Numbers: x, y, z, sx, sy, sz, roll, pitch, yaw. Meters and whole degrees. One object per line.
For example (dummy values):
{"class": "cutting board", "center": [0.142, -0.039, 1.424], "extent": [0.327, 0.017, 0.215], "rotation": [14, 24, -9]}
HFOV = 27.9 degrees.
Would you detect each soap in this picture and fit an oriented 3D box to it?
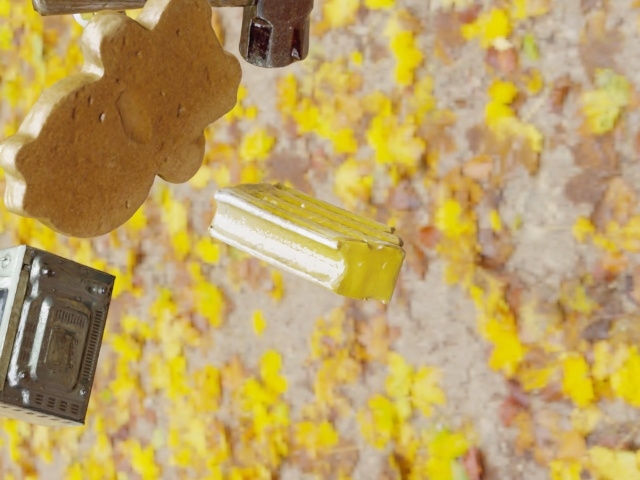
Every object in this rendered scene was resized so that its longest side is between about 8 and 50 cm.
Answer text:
{"class": "soap", "center": [0.000, 0.000, 1.668], "extent": [0.258, 0.160, 0.080], "rotation": [24, 108, 31]}

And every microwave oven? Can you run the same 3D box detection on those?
{"class": "microwave oven", "center": [-0.364, 0.125, 1.655], "extent": [0.129, 0.163, 0.205], "rotation": [-11, 65, 49]}

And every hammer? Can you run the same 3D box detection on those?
{"class": "hammer", "center": [-0.195, -0.340, 1.746], "extent": [0.095, 0.409, 0.242], "rotation": [52, 143, 45]}

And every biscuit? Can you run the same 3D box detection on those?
{"class": "biscuit", "center": [-0.151, -0.091, 0.981], "extent": [0.036, 0.225, 0.166], "rotation": [21, 153, 37]}

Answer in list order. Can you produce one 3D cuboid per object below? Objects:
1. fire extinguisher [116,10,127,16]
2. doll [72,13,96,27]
{"class": "fire extinguisher", "center": [-0.347, -0.360, 2.212], "extent": [0.050, 0.062, 0.177], "rotation": [-5, 111, 19]}
{"class": "doll", "center": [-0.344, -0.357, 1.935], "extent": [0.143, 0.099, 0.057], "rotation": [-114, 21, -62]}
